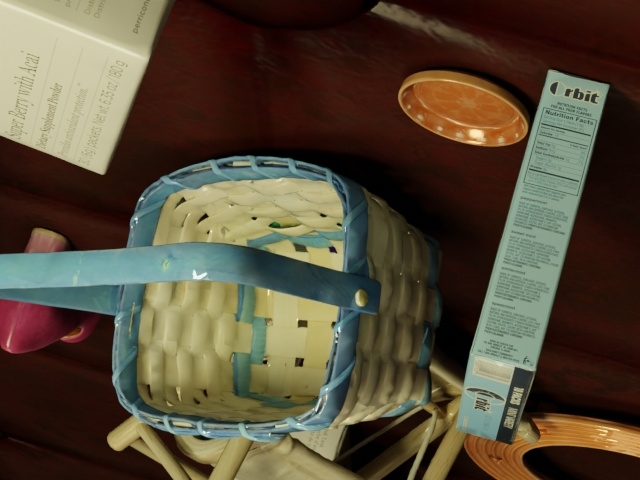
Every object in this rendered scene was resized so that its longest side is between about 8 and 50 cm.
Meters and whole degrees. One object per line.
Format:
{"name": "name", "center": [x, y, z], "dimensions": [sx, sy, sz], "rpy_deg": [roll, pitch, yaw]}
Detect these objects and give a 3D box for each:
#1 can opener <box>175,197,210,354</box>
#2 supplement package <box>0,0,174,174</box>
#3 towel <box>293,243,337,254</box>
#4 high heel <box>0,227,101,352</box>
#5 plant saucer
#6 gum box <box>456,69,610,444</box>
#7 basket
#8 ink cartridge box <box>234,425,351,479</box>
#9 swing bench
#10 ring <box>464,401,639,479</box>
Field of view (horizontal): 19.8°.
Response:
{"name": "can opener", "center": [-0.139, 0.039, 1.560], "dimensions": [0.095, 0.076, 0.283], "rpy_deg": [25, 158, 11]}
{"name": "supplement package", "center": [-0.204, -0.183, 0.900], "dimensions": [0.293, 0.175, 0.177], "rpy_deg": [21, 161, -7]}
{"name": "towel", "center": [0.000, 0.000, 1.437], "dimensions": [0.083, 0.009, 0.060], "rpy_deg": [1, 154, 39]}
{"name": "high heel", "center": [-0.260, 0.083, 1.718], "dimensions": [0.082, 0.117, 0.244], "rpy_deg": [18, 160, 0]}
{"name": "plant saucer", "center": [0.090, -0.084, 1.138], "dimensions": [0.083, 0.013, 0.083], "rpy_deg": [16, 160, 6]}
{"name": "gum box", "center": [0.127, 0.014, 1.110], "dimensions": [0.041, 0.184, 0.157], "rpy_deg": [15, 160, 7]}
{"name": "basket", "center": [-0.071, 0.039, 1.290], "dimensions": [0.255, 0.201, 0.289], "rpy_deg": [-1, 174, 39]}
{"name": "ink cartridge box", "center": [0.019, 0.265, 2.026], "dimensions": [0.261, 0.066, 0.296], "rpy_deg": [15, 160, 7]}
{"name": "swing bench", "center": [0.007, 0.166, 1.577], "dimensions": [0.253, 0.254, 0.165], "rpy_deg": [38, -176, -41]}
{"name": "ring", "center": [0.300, 0.223, 1.728], "dimensions": [0.337, 0.032, 0.336], "rpy_deg": [16, 159, 6]}
